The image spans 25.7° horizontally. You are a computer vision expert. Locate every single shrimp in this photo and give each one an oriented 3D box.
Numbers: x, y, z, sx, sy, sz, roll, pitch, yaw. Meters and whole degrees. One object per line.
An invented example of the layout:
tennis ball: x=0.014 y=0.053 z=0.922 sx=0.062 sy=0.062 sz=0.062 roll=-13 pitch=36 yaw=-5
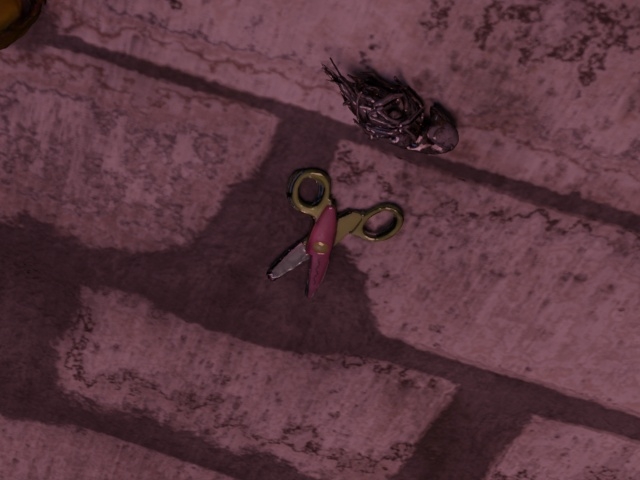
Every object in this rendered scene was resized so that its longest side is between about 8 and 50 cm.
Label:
shrimp: x=0.065 y=-0.129 z=1.381 sx=0.165 sy=0.056 sz=0.065 roll=29 pitch=152 yaw=-33

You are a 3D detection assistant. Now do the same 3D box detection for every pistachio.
pistachio: x=-0.332 y=-0.228 z=1.369 sx=0.173 sy=0.049 sz=0.089 roll=-9 pitch=130 yaw=30

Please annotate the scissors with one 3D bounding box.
scissors: x=0.000 y=0.000 z=1.562 sx=0.133 sy=0.020 sz=0.187 roll=25 pitch=135 yaw=-10
